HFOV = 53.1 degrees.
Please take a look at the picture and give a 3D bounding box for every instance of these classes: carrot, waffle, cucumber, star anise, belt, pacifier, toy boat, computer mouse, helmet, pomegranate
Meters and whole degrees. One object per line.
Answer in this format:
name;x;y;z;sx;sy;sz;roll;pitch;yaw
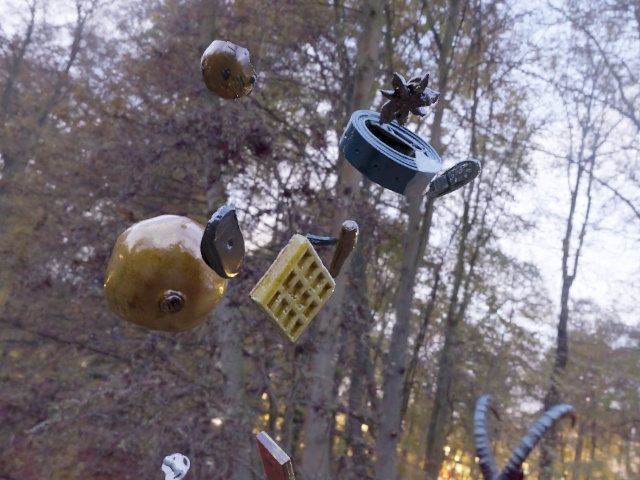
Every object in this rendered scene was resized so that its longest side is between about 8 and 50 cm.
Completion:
carrot;0.074;0.040;2.188;0.070;0.070;0.342;16;-34;-1
waffle;-0.068;0.137;1.752;0.055;0.221;0.248;24;-23;37
cucumber;0.000;0.002;2.027;0.134;0.034;0.033;11;-30;-33
star anise;0.282;-0.441;2.018;0.196;0.073;0.212;-10;-38;-4
belt;0.287;-0.359;2.663;0.436;0.300;0.173;32;-50;10
pacifier;-0.430;0.657;1.879;0.099;0.081;0.078;44;-17;51
toy boat;0.436;-0.203;2.096;0.085;0.078;0.260;-7;-12;-26
computer mouse;-0.291;0.005;1.851;0.086;0.138;0.270;18;-34;18
helmet;-0.333;-0.572;2.216;0.198;0.130;0.224;21;-41;22
pomegranate;-0.508;0.123;2.134;0.416;0.417;0.417;14;-18;5

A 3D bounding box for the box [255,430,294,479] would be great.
box;-0.086;0.451;1.279;0.090;0.023;0.133;33;-37;39
